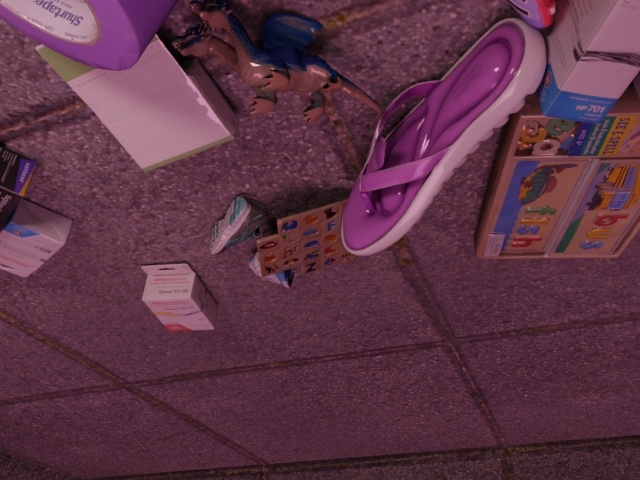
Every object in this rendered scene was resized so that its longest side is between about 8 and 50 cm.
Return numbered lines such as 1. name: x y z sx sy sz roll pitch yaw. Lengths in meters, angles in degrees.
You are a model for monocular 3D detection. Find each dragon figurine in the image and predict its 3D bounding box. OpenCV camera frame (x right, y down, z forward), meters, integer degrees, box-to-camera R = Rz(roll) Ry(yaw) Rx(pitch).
1. dragon figurine: -0.039 -0.234 0.792 0.289 0.144 0.085 -2 149 -30

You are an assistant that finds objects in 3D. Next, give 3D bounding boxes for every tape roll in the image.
1. tape roll: -0.281 -0.294 0.606 0.274 0.090 0.275 25 165 7

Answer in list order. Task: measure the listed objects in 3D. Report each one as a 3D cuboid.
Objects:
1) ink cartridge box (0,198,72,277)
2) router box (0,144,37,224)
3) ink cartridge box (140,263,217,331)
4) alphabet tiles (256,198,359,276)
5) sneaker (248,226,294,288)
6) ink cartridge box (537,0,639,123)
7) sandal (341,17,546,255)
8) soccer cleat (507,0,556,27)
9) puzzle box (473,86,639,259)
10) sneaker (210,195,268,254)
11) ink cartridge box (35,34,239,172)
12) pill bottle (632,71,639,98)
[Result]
1. ink cartridge box: -0.574 -0.001 1.183 0.104 0.060 0.180 29 137 -35
2. router box: -0.667 -0.089 1.040 0.242 0.081 0.308 27 138 -33
3. ink cartridge box: -0.315 0.129 1.356 0.115 0.067 0.198 -5 145 10
4. alphabet tiles: 0.000 0.000 1.126 0.237 0.009 0.198 -17 148 -12
5. sneaker: -0.106 0.039 1.214 0.082 0.071 0.191 4 148 8
6. ink cartridge box: 0.320 -0.252 0.699 0.082 0.140 0.191 8 145 -7
7. sandal: 0.127 -0.145 0.856 0.102 0.169 0.416 19 130 -28
8. soccer cleat: 0.188 -0.327 0.662 0.095 0.083 0.248 -3 150 39
9. puzzle box: 0.415 -0.087 0.994 0.271 0.052 0.409 -1 150 4
10. sneaker: -0.152 -0.016 1.144 0.076 0.065 0.166 16 146 -27
11. ink cartridge box: -0.248 -0.215 0.860 0.171 0.056 0.235 -15 132 23
12. pill bottle: 0.508 -0.258 0.650 0.176 0.176 0.319 9 145 -11
